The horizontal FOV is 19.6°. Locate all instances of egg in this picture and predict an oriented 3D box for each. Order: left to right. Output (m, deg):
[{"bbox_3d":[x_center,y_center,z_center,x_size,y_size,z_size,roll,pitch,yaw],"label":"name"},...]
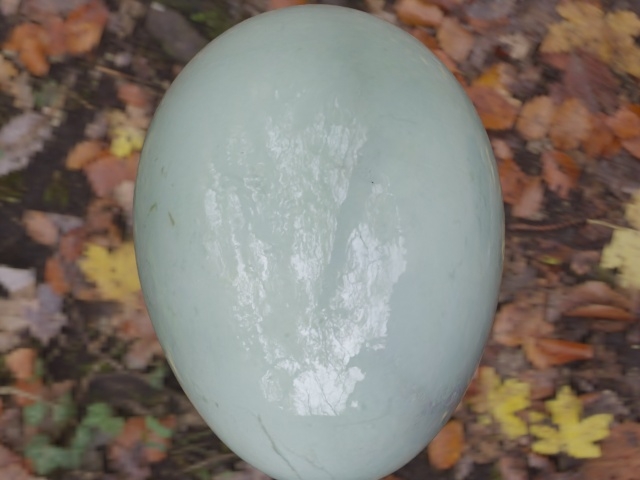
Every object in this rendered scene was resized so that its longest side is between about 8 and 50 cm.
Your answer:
[{"bbox_3d":[0.000,0.000,0.904,0.182,0.183,0.264,-24,46,21],"label":"egg"}]
